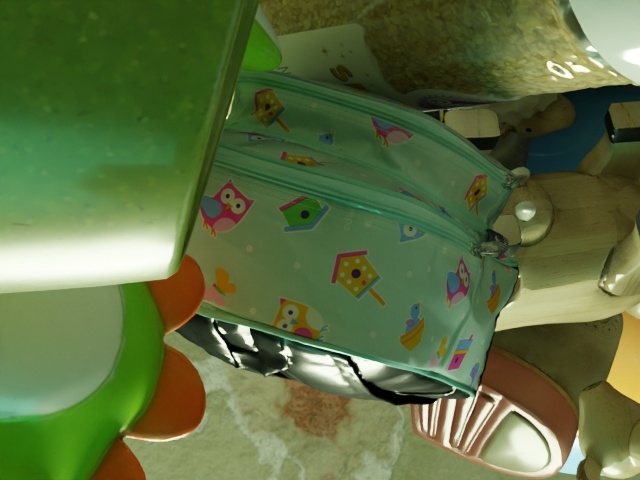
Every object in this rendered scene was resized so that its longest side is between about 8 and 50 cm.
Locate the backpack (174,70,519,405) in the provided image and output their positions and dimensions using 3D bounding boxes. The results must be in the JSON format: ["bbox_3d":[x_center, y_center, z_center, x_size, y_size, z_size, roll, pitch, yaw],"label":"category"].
[{"bbox_3d":[0.000,0.000,0.820,0.165,0.144,0.188,19,-175,21],"label":"backpack"}]

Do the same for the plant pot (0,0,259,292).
[{"bbox_3d":[-0.154,-0.094,0.379,0.293,0.275,0.275,16,173,-3],"label":"plant pot"}]

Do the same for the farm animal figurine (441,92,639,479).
[{"bbox_3d":[0.177,0.025,1.018,0.326,0.330,0.172,11,149,-3],"label":"farm animal figurine"}]

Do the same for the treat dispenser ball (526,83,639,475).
[{"bbox_3d":[0.200,0.026,1.294,0.288,0.288,0.288,6,174,1],"label":"treat dispenser ball"}]

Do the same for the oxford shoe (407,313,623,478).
[{"bbox_3d":[0.030,0.024,1.160,0.348,0.130,0.123,29,150,15],"label":"oxford shoe"}]

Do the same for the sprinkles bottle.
[{"bbox_3d":[0.064,-0.121,0.852,0.121,0.121,0.355,10,173,-37],"label":"sprinkles bottle"}]

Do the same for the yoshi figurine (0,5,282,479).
[{"bbox_3d":[-0.157,-0.038,0.699,0.203,0.362,0.203,3,174,32],"label":"yoshi figurine"}]

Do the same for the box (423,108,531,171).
[{"bbox_3d":[-0.085,-0.094,1.240,0.318,0.097,0.395,17,169,-24],"label":"box"}]
